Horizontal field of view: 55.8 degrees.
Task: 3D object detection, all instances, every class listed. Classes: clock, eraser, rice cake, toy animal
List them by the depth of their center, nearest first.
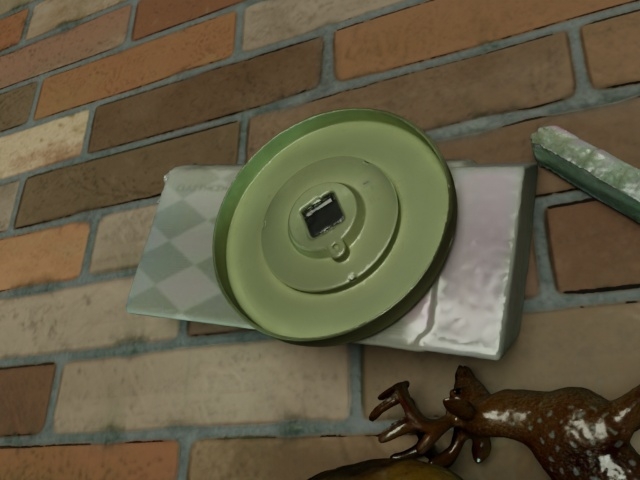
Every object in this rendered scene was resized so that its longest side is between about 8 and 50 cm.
[{"bbox_3d":[0.186,0.164,0.443,0.260,0.087,0.243,-32,55,7],"label":"toy animal"},{"bbox_3d":[0.271,-0.041,0.519,0.034,0.043,0.211,-44,55,-6],"label":"rice cake"},{"bbox_3d":[0.006,-0.019,0.550,0.235,0.029,0.234,-11,63,22],"label":"clock"},{"bbox_3d":[0.000,0.000,0.613,0.397,0.082,0.213,2,69,28],"label":"eraser"}]

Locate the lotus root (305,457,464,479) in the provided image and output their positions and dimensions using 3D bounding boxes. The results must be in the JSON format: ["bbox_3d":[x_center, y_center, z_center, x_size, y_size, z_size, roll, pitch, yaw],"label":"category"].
[{"bbox_3d":[0.038,0.241,0.414,0.314,0.142,0.169,-34,76,49],"label":"lotus root"}]
